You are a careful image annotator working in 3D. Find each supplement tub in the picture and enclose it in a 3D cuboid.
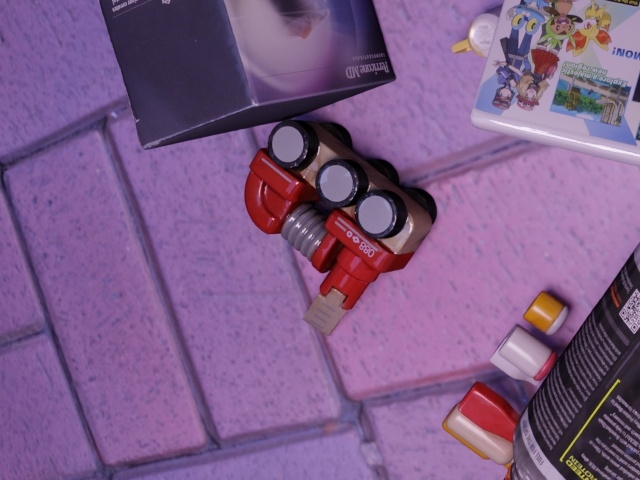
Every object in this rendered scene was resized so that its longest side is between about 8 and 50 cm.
[{"bbox_3d":[0.317,0.156,1.067,0.207,0.207,0.338,39,117,20],"label":"supplement tub"}]

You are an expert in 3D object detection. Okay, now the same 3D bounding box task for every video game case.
[{"bbox_3d":[0.337,-0.210,1.062,0.329,0.036,0.300,16,83,15],"label":"video game case"}]

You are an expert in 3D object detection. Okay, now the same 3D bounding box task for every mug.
[{"bbox_3d":[0.189,-0.222,1.266,0.062,0.064,0.078,46,123,16],"label":"mug"}]

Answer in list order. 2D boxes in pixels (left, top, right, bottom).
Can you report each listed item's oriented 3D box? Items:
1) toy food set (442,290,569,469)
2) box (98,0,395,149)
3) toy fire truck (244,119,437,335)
[{"bbox_3d":[0.229,0.178,1.314,0.104,0.111,0.232,36,119,8],"label":"toy food set"},{"bbox_3d":[-0.090,-0.282,1.301,0.183,0.296,0.294,-14,95,35],"label":"box"},{"bbox_3d":[0.000,0.000,1.418,0.217,0.158,0.246,40,110,20],"label":"toy fire truck"}]
